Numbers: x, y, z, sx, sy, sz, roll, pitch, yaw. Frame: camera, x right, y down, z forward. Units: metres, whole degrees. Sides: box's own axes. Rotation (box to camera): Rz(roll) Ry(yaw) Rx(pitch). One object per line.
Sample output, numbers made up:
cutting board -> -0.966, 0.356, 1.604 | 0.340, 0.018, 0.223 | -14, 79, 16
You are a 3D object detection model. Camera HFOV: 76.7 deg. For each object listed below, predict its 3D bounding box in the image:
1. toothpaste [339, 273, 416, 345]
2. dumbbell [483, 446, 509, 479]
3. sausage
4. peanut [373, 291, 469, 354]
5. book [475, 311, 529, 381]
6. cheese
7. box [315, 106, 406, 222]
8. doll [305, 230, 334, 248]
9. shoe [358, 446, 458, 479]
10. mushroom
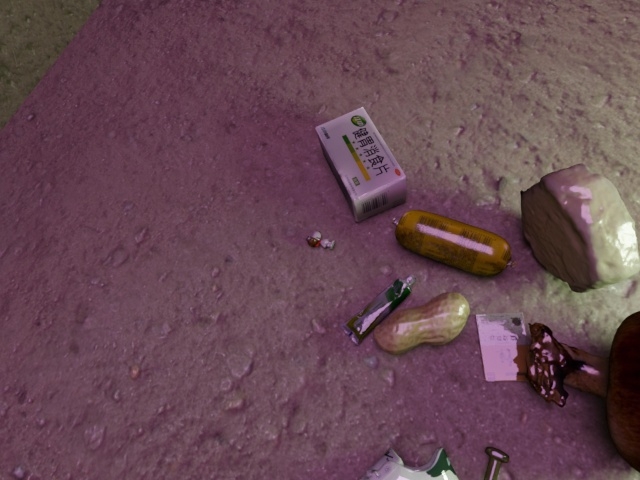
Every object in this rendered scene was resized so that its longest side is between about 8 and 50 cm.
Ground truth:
toothpaste -> 0.167, 0.182, 1.122 | 0.248, 0.047, 0.078 | -41, 59, -6
dumbbell -> 0.383, 0.528, 0.906 | 0.052, 0.046, 0.117 | 16, 69, 25
sausage -> 0.358, 0.004, 1.117 | 0.347, 0.123, 0.123 | 22, 72, 21
peanut -> 0.265, 0.221, 1.042 | 0.257, 0.123, 0.123 | -24, 62, 3
book -> 0.468, 0.269, 1.030 | 0.118, 0.012, 0.172 | -5, 64, 11
cheese -> 0.601, -0.030, 0.969 | 0.115, 0.326, 0.318 | -22, 26, 3
box -> 0.124, -0.244, 1.278 | 0.173, 0.145, 0.332 | -23, 62, -1
doll -> -0.001, 0.006, 1.247 | 0.085, 0.040, 0.058 | 38, 68, 26
shoe -> 0.133, 0.559, 0.904 | 0.364, 0.131, 0.160 | -11, 64, 3
mushroom -> 0.681, 0.327, 0.856 | 0.335, 0.356, 0.330 | 20, 54, -23
